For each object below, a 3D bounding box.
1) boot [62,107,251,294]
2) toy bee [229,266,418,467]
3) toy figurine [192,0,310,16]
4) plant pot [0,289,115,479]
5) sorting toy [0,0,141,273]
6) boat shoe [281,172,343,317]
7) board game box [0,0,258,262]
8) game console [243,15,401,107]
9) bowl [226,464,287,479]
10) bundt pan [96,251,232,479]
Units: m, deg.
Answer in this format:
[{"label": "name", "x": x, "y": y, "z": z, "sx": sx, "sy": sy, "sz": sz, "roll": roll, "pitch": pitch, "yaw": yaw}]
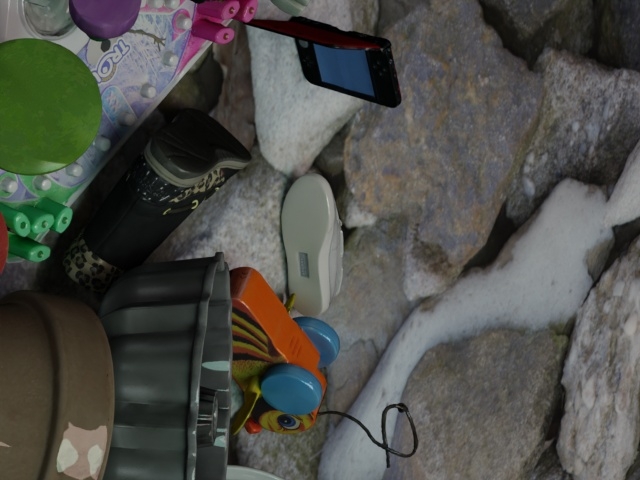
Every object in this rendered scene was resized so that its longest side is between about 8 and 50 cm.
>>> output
[{"label": "boot", "x": -0.170, "y": -0.042, "z": 1.848, "sx": 0.178, "sy": 0.085, "sz": 0.236, "roll": -50, "pitch": 176, "yaw": 16}, {"label": "toy bee", "x": -0.052, "y": 0.169, "z": 2.033, "sx": 0.298, "sy": 0.162, "sz": 0.195, "roll": 60, "pitch": 37, "yaw": -8}, {"label": "toy figurine", "x": -0.072, "y": -0.328, "z": 1.664, "sx": 0.148, "sy": 0.209, "sz": 0.213, "roll": -61, "pitch": 141, "yaw": -22}, {"label": "plant pot", "x": -0.346, "y": 0.162, "z": 1.626, "sx": 0.229, "sy": 0.263, "sz": 0.263, "roll": 12, "pitch": 97, "yaw": -33}, {"label": "sorting toy", "x": -0.279, "y": -0.086, "z": 1.623, "sx": 0.365, "sy": 0.127, "sz": 0.126, "roll": -59, "pitch": -178, "yaw": -18}, {"label": "boat shoe", "x": 0.000, "y": 0.000, "z": 2.079, "sx": 0.063, "sy": 0.066, "sz": 0.184, "roll": -40, "pitch": 131, "yaw": -50}, {"label": "board game box", "x": -0.253, "y": -0.230, "z": 1.697, "sx": 0.390, "sy": 0.050, "sz": 0.390, "roll": -52, "pitch": 138, "yaw": -22}, {"label": "game console", "x": 0.002, "y": -0.193, "z": 1.932, "sx": 0.085, "sy": 0.144, "sz": 0.124, "roll": -39, "pitch": 132, "yaw": -31}, {"label": "bowl", "x": -0.113, "y": 0.388, "z": 2.007, "sx": 0.297, "sy": 0.134, "sz": 0.298, "roll": 0, "pitch": 94, "yaw": -5}, {"label": "bundt pan", "x": -0.164, "y": 0.175, "z": 1.766, "sx": 0.331, "sy": 0.124, "sz": 0.331, "roll": 2, "pitch": 90, "yaw": -87}]
